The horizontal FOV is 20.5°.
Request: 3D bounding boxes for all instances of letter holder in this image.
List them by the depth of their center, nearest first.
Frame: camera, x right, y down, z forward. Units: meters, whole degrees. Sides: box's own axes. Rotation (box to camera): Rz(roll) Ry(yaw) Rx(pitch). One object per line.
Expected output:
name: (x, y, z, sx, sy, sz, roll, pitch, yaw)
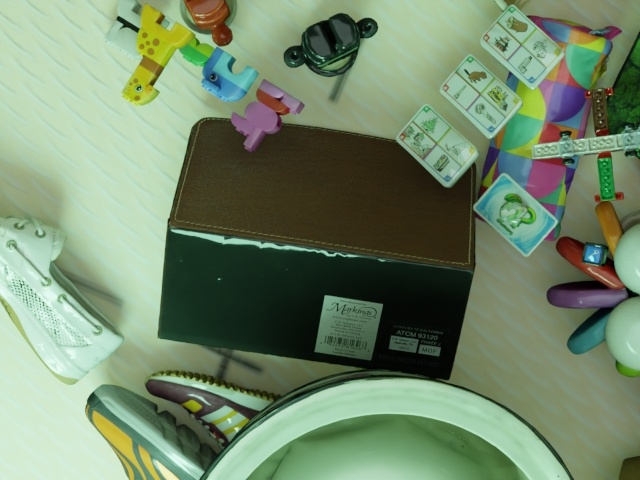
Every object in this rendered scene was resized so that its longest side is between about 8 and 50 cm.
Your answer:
letter holder: (0.000, 0.000, 1.825, 0.302, 0.214, 0.152, 8, 128, -1)

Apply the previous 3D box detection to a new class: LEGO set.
LEGO set: (0.223, -0.088, 1.763, 0.244, 0.060, 0.182, 44, 101, 17)
LEGO set: (-0.142, -0.163, 1.789, 0.227, 0.087, 0.093, 32, 90, 15)

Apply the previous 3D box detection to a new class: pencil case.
pencil case: (0.232, -0.118, 1.823, 0.104, 0.104, 0.236, 17, 97, -2)

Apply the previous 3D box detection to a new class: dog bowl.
dog bowl: (0.056, 0.308, 1.745, 0.408, 0.150, 0.408, -1, 102, -4)

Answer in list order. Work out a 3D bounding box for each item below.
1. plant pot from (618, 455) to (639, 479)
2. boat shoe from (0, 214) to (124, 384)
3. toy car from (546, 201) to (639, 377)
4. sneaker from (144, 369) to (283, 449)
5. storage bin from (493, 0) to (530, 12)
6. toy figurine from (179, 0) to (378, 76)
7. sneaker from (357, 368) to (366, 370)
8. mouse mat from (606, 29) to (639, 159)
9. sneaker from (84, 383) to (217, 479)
plant pot: (0.430, 0.302, 1.823, 0.254, 0.237, 0.237, 9, 97, 14)
boat shoe: (-0.306, 0.016, 1.844, 0.096, 0.098, 0.277, -35, 104, 3)
toy car: (0.301, 0.047, 1.812, 0.136, 0.159, 0.182, 6, 97, 6)
sneaker: (-0.102, 0.193, 1.873, 0.185, 0.069, 0.084, 15, 91, -1)
storage bin: (0.192, -0.378, 1.700, 0.123, 0.262, 0.260, 39, 96, 20)
toy figurine: (-0.032, -0.282, 1.787, 0.213, 0.148, 0.209, 17, 90, 0)
sneaker: (0.102, 0.261, 1.872, 0.123, 0.109, 0.295, -22, 103, -6)
mouse mat: (0.363, -0.140, 1.752, 0.152, 0.007, 0.190, 38, 136, 19)
sneaker: (-0.160, 0.308, 1.858, 0.321, 0.124, 0.180, 44, 94, -4)
